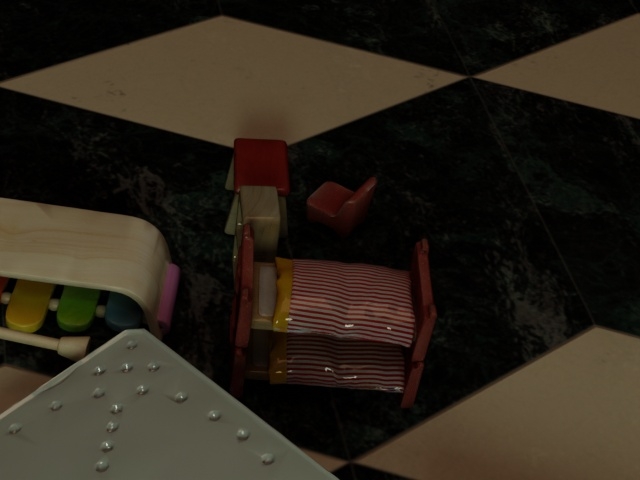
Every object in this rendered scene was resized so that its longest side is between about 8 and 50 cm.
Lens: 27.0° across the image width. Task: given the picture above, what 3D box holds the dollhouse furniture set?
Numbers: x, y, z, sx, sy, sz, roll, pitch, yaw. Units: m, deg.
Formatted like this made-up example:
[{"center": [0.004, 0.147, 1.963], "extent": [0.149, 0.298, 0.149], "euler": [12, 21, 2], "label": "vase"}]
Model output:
[{"center": [0.000, 0.000, 1.474], "extent": [0.201, 0.152, 0.374], "euler": [3, 41, -7], "label": "dollhouse furniture set"}]

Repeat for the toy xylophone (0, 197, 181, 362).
[{"center": [-0.316, 0.045, 1.416], "extent": [0.322, 0.081, 0.236], "euler": [13, 41, 4], "label": "toy xylophone"}]

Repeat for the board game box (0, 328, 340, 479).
[{"center": [-0.192, 0.274, 1.096], "extent": [0.390, 0.050, 0.390], "euler": [-35, 45, -25], "label": "board game box"}]
